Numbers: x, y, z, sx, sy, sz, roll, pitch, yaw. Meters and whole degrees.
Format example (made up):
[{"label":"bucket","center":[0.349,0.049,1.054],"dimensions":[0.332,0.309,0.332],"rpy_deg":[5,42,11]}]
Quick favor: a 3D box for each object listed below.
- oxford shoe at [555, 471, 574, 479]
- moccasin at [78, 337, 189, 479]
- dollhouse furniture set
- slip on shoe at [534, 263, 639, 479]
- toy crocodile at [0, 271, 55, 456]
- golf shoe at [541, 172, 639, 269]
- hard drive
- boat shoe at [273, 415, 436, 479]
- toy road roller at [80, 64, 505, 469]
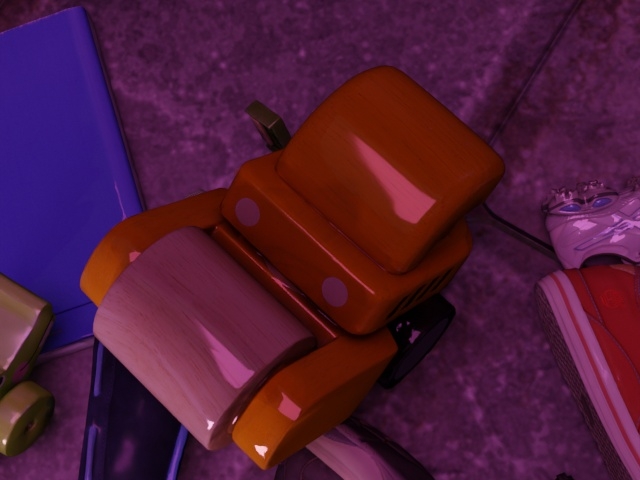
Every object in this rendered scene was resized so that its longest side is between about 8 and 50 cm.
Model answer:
[{"label":"oxford shoe","center":[0.196,0.303,1.016],"dimensions":[0.096,0.083,0.227],"rpy_deg":[-9,73,10]},{"label":"moccasin","center":[-0.190,0.239,1.070],"dimensions":[0.116,0.138,0.342],"rpy_deg":[15,65,-3]},{"label":"dollhouse furniture set","center":[-0.088,-0.051,1.150],"dimensions":[0.151,0.058,0.076],"rpy_deg":[-45,54,-9]},{"label":"slip on shoe","center":[0.282,0.163,1.026],"dimensions":[0.101,0.123,0.331],"rpy_deg":[-20,69,-2]},{"label":"toy crocodile","center":[-0.332,0.185,1.086],"dimensions":[0.115,0.105,0.341],"rpy_deg":[34,101,14]},{"label":"golf shoe","center":[0.287,-0.018,1.106],"dimensions":[0.176,0.069,0.086],"rpy_deg":[-11,94,8]},{"label":"hard drive","center":[-0.280,-0.045,1.194],"dimensions":[0.210,0.040,0.319],"rpy_deg":[-19,74,3]},{"label":"boat shoe","center":[0.084,0.273,0.989],"dimensions":[0.355,0.132,0.130],"rpy_deg":[38,96,43]},{"label":"toy road roller","center":[0.000,0.000,0.993],"dimensions":[0.202,0.329,0.241],"rpy_deg":[42,123,16]}]
